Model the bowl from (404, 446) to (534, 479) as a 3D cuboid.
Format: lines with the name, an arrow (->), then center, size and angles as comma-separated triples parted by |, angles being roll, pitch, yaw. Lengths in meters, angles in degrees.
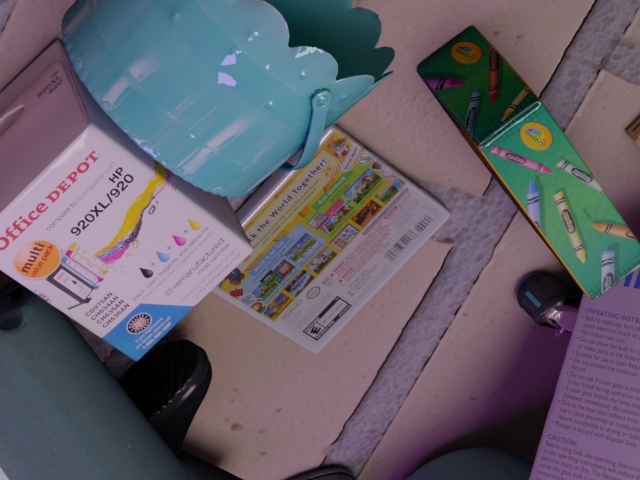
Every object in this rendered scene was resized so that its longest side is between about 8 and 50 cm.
bowl -> 0.192, 0.376, 2.211 | 0.311, 0.163, 0.311 | -12, 127, -16

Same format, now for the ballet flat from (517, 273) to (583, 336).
ballet flat -> 0.321, 0.093, 2.128 | 0.203, 0.074, 0.074 | 17, 115, -33

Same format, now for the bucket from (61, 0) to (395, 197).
bucket -> -0.085, -0.185, 1.622 | 0.281, 0.281, 0.183 | 31, 116, -37

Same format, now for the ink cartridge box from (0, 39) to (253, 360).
ink cartridge box -> -0.219, -0.037, 1.727 | 0.171, 0.168, 0.232 | -43, 129, 10

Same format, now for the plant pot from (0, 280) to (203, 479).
plant pot -> -0.296, 0.241, 1.762 | 0.341, 0.341, 0.334 | -30, 106, -1

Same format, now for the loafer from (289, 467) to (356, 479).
loafer -> -0.065, 0.367, 2.139 | 0.267, 0.084, 0.096 | -26, 130, -5

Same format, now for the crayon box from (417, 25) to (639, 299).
crayon box -> 0.226, -0.080, 1.899 | 0.081, 0.165, 0.278 | -37, 130, 4

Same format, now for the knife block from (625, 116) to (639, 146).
knife block -> 0.491, -0.064, 2.097 | 0.275, 0.242, 0.088 | 44, 101, 6

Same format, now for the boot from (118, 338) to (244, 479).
boot -> -0.153, 0.236, 1.997 | 0.207, 0.094, 0.246 | 33, 112, -34

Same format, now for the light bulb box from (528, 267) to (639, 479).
light bulb box -> 0.450, 0.233, 2.068 | 0.358, 0.225, 0.361 | 23, 82, -44

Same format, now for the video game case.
video game case -> 0.000, 0.000, 1.946 | 0.227, 0.026, 0.206 | -46, 129, 13
